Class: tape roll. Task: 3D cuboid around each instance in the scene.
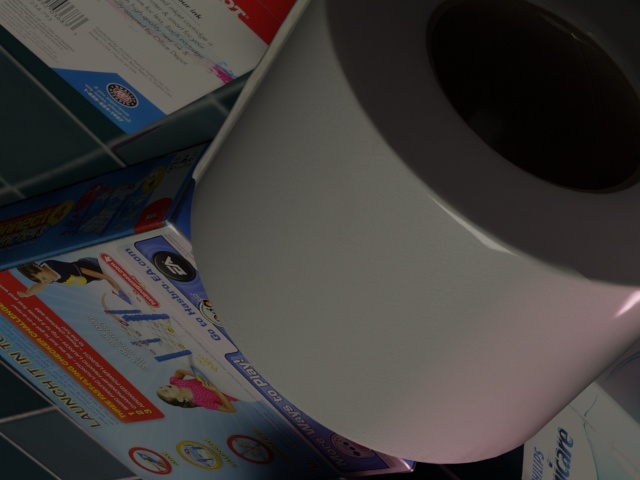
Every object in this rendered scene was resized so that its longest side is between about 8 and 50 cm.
[{"bbox_3d":[0.073,-0.029,0.783,0.246,0.246,0.169,29,134,-7],"label":"tape roll"}]

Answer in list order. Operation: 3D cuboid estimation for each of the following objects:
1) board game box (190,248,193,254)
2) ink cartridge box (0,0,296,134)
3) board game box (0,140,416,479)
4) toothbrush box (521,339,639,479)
[{"bbox_3d":[0.000,0.000,1.040,0.154,0.103,0.026,27,145,-4],"label":"board game box"},{"bbox_3d":[-0.085,-0.164,0.899,0.134,0.078,0.231,42,141,-24],"label":"ink cartridge box"},{"bbox_3d":[-0.112,0.080,1.224,0.302,0.086,0.308,-12,131,41],"label":"board game box"},{"bbox_3d":[0.272,0.171,0.959,0.295,0.126,0.216,44,159,31],"label":"toothbrush box"}]
